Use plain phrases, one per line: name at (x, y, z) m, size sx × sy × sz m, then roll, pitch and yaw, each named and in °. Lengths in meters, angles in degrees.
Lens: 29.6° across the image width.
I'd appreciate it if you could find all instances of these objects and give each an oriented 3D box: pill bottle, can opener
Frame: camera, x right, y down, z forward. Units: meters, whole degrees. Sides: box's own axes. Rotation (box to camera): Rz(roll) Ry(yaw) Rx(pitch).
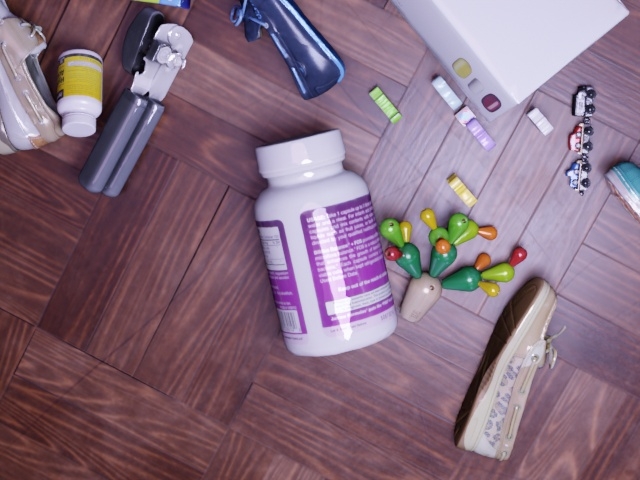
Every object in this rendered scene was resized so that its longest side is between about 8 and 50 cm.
pill bottle at (0.000, 0.000, 1.721) m, size 0.169 × 0.169 × 0.301 m, roll -11°, pitch 98°, yaw 6°
can opener at (-0.273, -0.198, 1.773) m, size 0.093 × 0.074 × 0.280 m, roll 31°, pitch 100°, yaw 34°
pill bottle at (-0.347, -0.211, 1.747) m, size 0.065 × 0.065 × 0.116 m, roll -6°, pitch 69°, yaw 5°

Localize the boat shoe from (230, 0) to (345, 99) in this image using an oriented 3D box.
boat shoe at (-0.074, -0.309, 1.715) m, size 0.089 × 0.109 × 0.258 m, roll -39°, pitch 91°, yaw 12°

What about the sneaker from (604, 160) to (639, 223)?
sneaker at (0.538, -0.028, 1.711) m, size 0.302 × 0.108 × 0.121 m, roll 39°, pitch 99°, yaw -10°

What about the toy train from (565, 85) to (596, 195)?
toy train at (0.373, -0.143, 1.742) m, size 0.036 × 0.027 × 0.158 m, roll 3°, pitch 98°, yaw 8°

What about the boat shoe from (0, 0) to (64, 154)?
boat shoe at (-0.447, -0.280, 1.751) m, size 0.103 × 0.113 × 0.302 m, roll -11°, pitch 108°, yaw 5°

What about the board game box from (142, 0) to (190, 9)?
board game box at (-0.285, -0.517, 1.713) m, size 0.234 × 0.078 × 0.347 m, roll 8°, pitch 99°, yaw 3°

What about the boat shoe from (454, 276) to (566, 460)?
boat shoe at (0.285, 0.188, 1.767) m, size 0.089 × 0.104 × 0.285 m, roll 21°, pitch 110°, yaw -3°

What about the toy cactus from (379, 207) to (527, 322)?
toy cactus at (0.174, 0.045, 1.742) m, size 0.219 × 0.112 × 0.180 m, roll 14°, pitch 118°, yaw -25°

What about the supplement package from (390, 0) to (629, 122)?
supplement package at (0.238, -0.330, 1.635) m, size 0.204 × 0.145 × 0.262 m, roll -39°, pitch 91°, yaw -9°

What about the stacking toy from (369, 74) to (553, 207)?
stacking toy at (0.203, -0.182, 1.737) m, size 0.167 × 0.052 × 0.221 m, roll -41°, pitch 93°, yaw 9°
